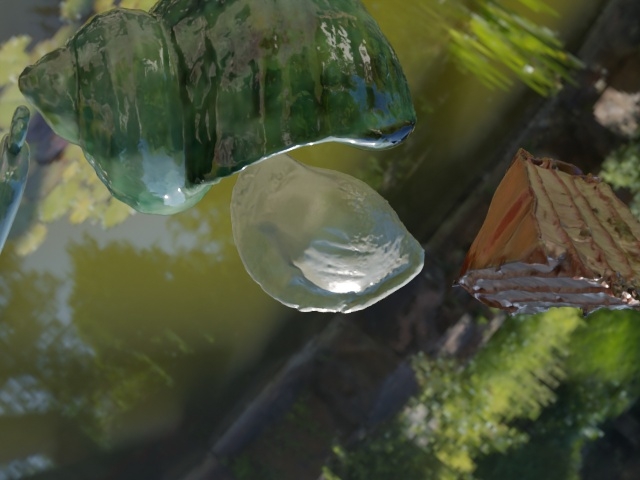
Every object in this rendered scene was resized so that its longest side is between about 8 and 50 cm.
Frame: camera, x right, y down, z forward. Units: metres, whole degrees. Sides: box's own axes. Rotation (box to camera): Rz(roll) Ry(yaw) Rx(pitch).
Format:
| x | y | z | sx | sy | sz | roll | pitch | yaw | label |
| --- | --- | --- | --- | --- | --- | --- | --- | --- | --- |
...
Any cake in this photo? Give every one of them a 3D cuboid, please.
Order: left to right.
| x | y | z | sx | sy | sz | roll | pitch | yaw | label |
| --- | --- | --- | --- | --- | --- | --- | --- | --- | --- |
| 0.170 | 0.015 | 0.864 | 0.135 | 0.098 | 0.287 | -58 | -173 | 10 | cake |

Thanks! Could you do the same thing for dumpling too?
| x | y | z | sx | sy | sz | roll | pitch | yaw | label |
| --- | --- | --- | --- | --- | --- | --- | --- | --- | --- |
| 0.004 | 0.002 | 1.362 | 0.215 | 0.126 | 0.166 | 30 | 94 | -32 | dumpling |

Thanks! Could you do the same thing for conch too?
| x | y | z | sx | sy | sz | roll | pitch | yaw | label |
| --- | --- | --- | --- | --- | --- | --- | --- | --- | --- |
| -0.054 | -0.082 | 0.634 | 0.188 | 0.176 | 0.122 | -23 | 123 | 8 | conch |

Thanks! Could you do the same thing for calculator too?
| x | y | z | sx | sy | sz | roll | pitch | yaw | label |
| --- | --- | --- | --- | --- | --- | --- | --- | --- | --- |
| -0.433 | -0.037 | 1.577 | 0.299 | 0.041 | 0.185 | -65 | -160 | 19 | calculator |
